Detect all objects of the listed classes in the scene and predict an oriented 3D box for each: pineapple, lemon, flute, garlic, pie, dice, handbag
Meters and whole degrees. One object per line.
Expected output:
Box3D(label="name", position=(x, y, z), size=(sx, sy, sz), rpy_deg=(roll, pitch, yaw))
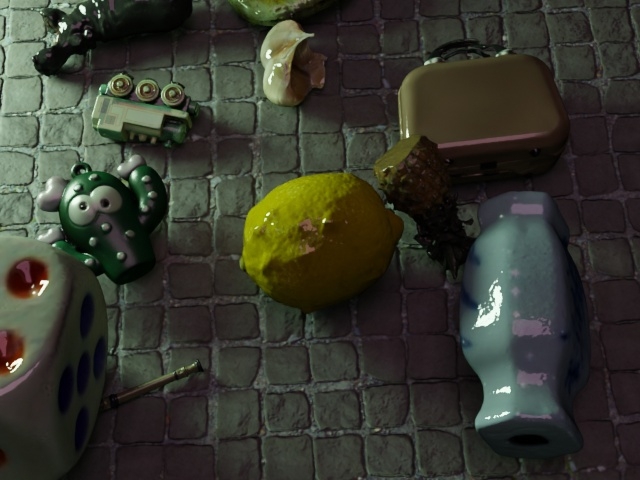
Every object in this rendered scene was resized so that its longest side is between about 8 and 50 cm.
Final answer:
Box3D(label="pineapple", position=(0.193, -0.057, 1.781), size=(0.128, 0.128, 0.248), rpy_deg=(-38, 110, -15))
Box3D(label="lemon", position=(0.000, 0.000, 1.754), size=(0.288, 0.233, 0.233), rpy_deg=(-12, 65, 8))
Box3D(label="flute", position=(-0.311, 0.256, 1.759), size=(0.233, 0.027, 0.027), rpy_deg=(-22, 66, -8))
Box3D(label="garlic", position=(-0.059, -0.338, 1.992), size=(0.124, 0.099, 0.174), rpy_deg=(-2, 65, 18))
Box3D(label="pie", position=(-0.061, -0.565, 2.112), size=(0.323, 0.070, 0.323), rpy_deg=(-2, 62, 4))
Box3D(label="dice", position=(-0.495, 0.195, 1.617), size=(0.277, 0.304, 0.304), rpy_deg=(4, 53, 6))
Box3D(label="handbag", position=(0.286, -0.247, 1.907), size=(0.302, 0.149, 0.283), rpy_deg=(-8, 67, 1))

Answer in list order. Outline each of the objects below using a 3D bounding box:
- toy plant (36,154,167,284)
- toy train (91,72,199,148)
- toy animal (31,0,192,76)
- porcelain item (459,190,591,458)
Box3D(label="toy plant", position=(-0.389, -0.038, 1.852), size=(0.233, 0.112, 0.243), rpy_deg=(-3, 71, -5))
Box3D(label="toy train", position=(-0.331, -0.241, 1.968), size=(0.194, 0.081, 0.125), rpy_deg=(12, 76, 5))
Box3D(label="toy animal", position=(-0.420, -0.450, 2.053), size=(0.343, 0.106, 0.168), rpy_deg=(-22, 73, -1))
Box3D(label="porcelain item", position=(0.330, 0.132, 1.680), size=(0.178, 0.242, 0.405), rpy_deg=(-11, 58, 23))
